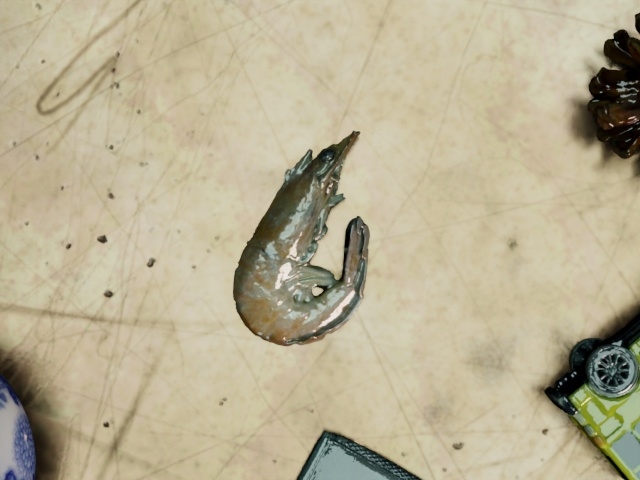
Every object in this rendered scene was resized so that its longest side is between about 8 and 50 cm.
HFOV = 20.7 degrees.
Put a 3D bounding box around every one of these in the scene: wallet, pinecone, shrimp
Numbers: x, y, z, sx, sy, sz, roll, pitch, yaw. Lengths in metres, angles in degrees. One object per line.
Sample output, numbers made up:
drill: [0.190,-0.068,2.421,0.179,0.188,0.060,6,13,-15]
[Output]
wallet: [0.040,0.249,1.701,0.129,0.026,0.088,29,85,2]
pinecone: [0.349,-0.145,1.653,0.195,0.150,0.179,-18,94,3]
shrimp: [0.000,0.000,1.699,0.126,0.047,0.223,27,94,-6]

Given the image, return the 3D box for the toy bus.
toy bus: [0.355,0.109,1.656,0.262,0.128,0.150,-40,89,0]

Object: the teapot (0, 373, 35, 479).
teapot: [-0.390,0.204,1.576,0.252,0.280,0.424,-37,87,-2]
